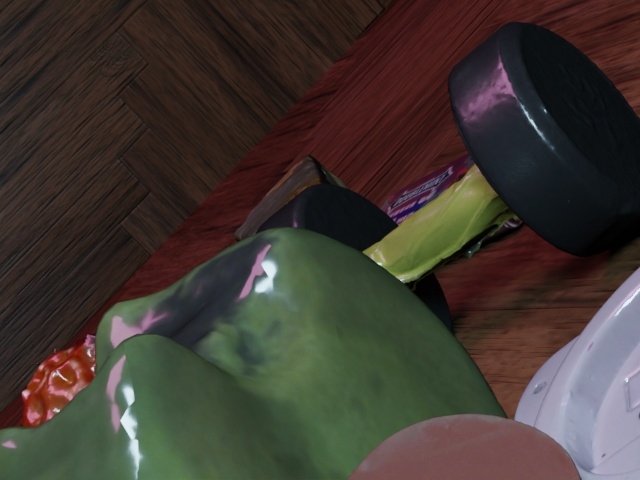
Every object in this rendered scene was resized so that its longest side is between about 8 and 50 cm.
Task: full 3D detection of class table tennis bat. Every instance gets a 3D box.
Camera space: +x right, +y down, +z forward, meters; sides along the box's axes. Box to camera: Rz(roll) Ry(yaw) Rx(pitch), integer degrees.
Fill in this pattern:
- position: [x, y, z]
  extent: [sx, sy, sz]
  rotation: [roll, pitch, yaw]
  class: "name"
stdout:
- position: [0.048, 0.173, 0.897]
  extent: [0.131, 0.022, 0.234]
  rotation: [10, 47, 27]
  class: "table tennis bat"

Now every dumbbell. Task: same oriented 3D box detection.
- position: [0.112, -0.018, 1.560]
  extent: [0.322, 0.204, 0.204]
  rotation: [-38, 13, 28]
  class: "dumbbell"

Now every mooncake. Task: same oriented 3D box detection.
- position: [-0.026, 0.169, 1.061]
  extent: [0.187, 0.351, 0.351]
  rotation: [-38, 13, 31]
  class: "mooncake"

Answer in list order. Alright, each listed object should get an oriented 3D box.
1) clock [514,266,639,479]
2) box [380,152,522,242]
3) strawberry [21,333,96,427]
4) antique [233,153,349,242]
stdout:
- position: [0.234, 0.096, 0.985]
  extent: [0.295, 0.113, 0.322]
  rotation: [-40, 14, 20]
  class: "clock"
- position: [0.135, -0.032, 1.863]
  extent: [0.224, 0.069, 0.120]
  rotation: [-29, 18, 49]
  class: "box"
- position: [-0.097, 0.208, 1.345]
  extent: [0.253, 0.280, 0.150]
  rotation: [-16, 32, 48]
  class: "strawberry"
- position: [0.000, 0.000, 2.068]
  extent: [0.150, 0.125, 0.284]
  rotation: [-46, 11, -2]
  class: "antique"
